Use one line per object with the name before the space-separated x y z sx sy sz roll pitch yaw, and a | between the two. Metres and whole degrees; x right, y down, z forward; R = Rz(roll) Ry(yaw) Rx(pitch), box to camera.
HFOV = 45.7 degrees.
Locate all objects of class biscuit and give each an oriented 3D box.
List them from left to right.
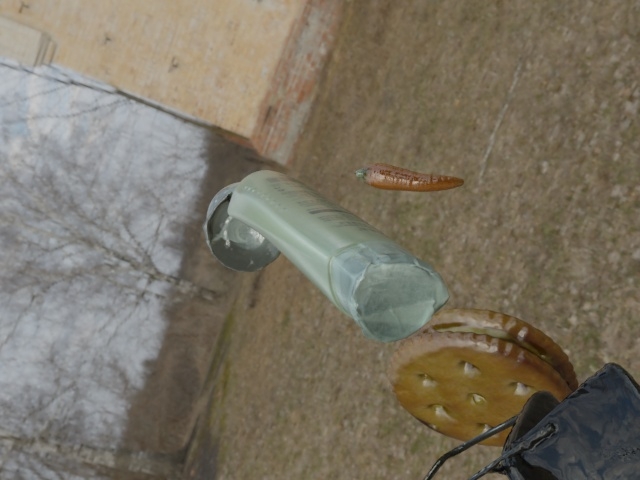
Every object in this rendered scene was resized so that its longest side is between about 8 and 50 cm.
biscuit | 0.188 0.168 0.887 0.220 0.220 0.066 -60 3 48

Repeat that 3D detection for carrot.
carrot | 0.114 -0.079 0.984 0.035 0.142 0.035 8 -90 -79

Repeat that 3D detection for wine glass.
wine glass | -0.114 -0.027 1.160 0.241 0.126 0.126 -123 55 -80

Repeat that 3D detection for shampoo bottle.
shampoo bottle | 0.000 0.000 0.483 0.212 0.072 0.049 38 110 61

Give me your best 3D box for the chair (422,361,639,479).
chair | 0.174 0.168 0.510 0.145 0.140 0.221 -25 -23 -54
